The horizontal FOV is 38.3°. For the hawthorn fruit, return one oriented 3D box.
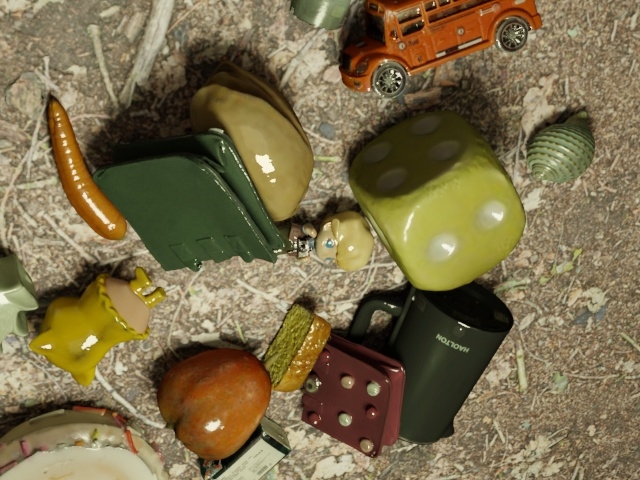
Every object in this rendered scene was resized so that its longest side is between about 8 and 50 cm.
[{"bbox_3d":[-0.179,0.286,1.734,0.251,0.199,0.199,-36,126,-17],"label":"hawthorn fruit"}]

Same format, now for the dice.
[{"bbox_3d":[0.201,-0.074,1.620,0.233,0.238,0.227,-33,126,0],"label":"dice"}]

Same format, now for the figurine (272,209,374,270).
[{"bbox_3d":[0.000,0.000,1.675,0.196,0.108,0.114,-2,116,-12],"label":"figurine"}]

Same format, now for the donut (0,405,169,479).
[{"bbox_3d":[-0.478,0.472,1.751,0.383,0.142,0.382,-10,122,-16],"label":"donut"}]

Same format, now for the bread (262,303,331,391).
[{"bbox_3d":[-0.044,0.203,1.775,0.065,0.103,0.187,15,111,-26],"label":"bread"}]

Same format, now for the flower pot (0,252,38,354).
[{"bbox_3d":[-0.628,0.045,1.434,0.254,0.164,0.367,-32,125,-7],"label":"flower pot"}]

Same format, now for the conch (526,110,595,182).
[{"bbox_3d":[0.467,-0.163,1.751,0.153,0.102,0.135,-30,139,-2],"label":"conch"}]

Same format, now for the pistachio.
[{"bbox_3d":[-0.107,-0.149,1.513,0.181,0.162,0.293,-11,130,23],"label":"pistachio"}]

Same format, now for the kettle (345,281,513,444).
[{"bbox_3d":[0.200,0.234,1.828,0.262,0.203,0.308,10,118,-27],"label":"kettle"}]

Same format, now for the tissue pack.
[{"bbox_3d":[-0.155,0.442,1.883,0.170,0.090,0.103,-43,124,5],"label":"tissue pack"}]

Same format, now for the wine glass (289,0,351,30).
[{"bbox_3d":[0.086,-0.437,1.352,0.096,0.264,0.309,3,119,-40],"label":"wine glass"}]

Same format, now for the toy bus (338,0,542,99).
[{"bbox_3d":[0.182,-0.351,1.514,0.329,0.143,0.153,-21,114,-6],"label":"toy bus"}]

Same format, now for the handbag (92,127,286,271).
[{"bbox_3d":[-0.208,-0.054,1.494,0.247,0.079,0.260,-3,135,34],"label":"handbag"}]

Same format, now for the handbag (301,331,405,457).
[{"bbox_3d":[0.056,0.301,1.809,0.074,0.216,0.203,-26,129,-51],"label":"handbag"}]

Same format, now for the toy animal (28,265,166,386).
[{"bbox_3d":[-0.379,0.141,1.597,0.230,0.156,0.156,-39,124,1],"label":"toy animal"}]

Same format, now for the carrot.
[{"bbox_3d":[-0.392,-0.102,1.500,0.066,0.062,0.271,-10,124,25],"label":"carrot"}]
